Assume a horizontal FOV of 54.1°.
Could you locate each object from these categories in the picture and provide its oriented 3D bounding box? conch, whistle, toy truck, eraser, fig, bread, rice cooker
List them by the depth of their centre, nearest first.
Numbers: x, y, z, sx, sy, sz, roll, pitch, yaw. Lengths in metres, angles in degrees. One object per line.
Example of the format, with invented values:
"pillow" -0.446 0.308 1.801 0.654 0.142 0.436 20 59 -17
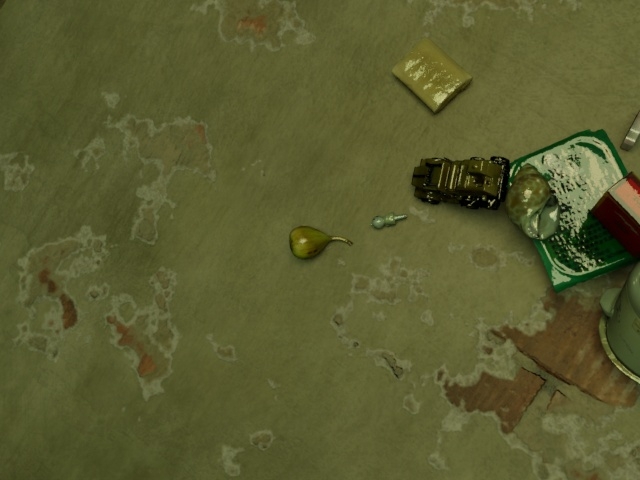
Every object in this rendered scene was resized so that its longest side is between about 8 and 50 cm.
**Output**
"rice cooker" 0.764 0.177 1.351 0.317 0.316 0.264 32 61 17
"conch" 0.484 -0.086 1.451 0.116 0.106 0.172 -24 92 -2
"eraser" 0.771 -0.275 1.530 0.026 0.065 0.105 28 90 16
"toy truck" 0.333 -0.152 1.554 0.257 0.127 0.127 9 88 52
"whistle" 0.180 -0.055 1.665 0.100 0.035 0.035 -14 78 10
"bread" 0.297 -0.443 1.681 0.139 0.060 0.178 -41 74 4
"fig" -0.007 0.009 1.699 0.166 0.093 0.093 4 80 -25

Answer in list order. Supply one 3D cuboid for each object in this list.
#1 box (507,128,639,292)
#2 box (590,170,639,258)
"box" 0.620 -0.072 1.518 0.264 0.106 0.336 -23 76 10
"box" 0.662 -0.047 1.323 0.074 0.240 0.153 -36 75 9
